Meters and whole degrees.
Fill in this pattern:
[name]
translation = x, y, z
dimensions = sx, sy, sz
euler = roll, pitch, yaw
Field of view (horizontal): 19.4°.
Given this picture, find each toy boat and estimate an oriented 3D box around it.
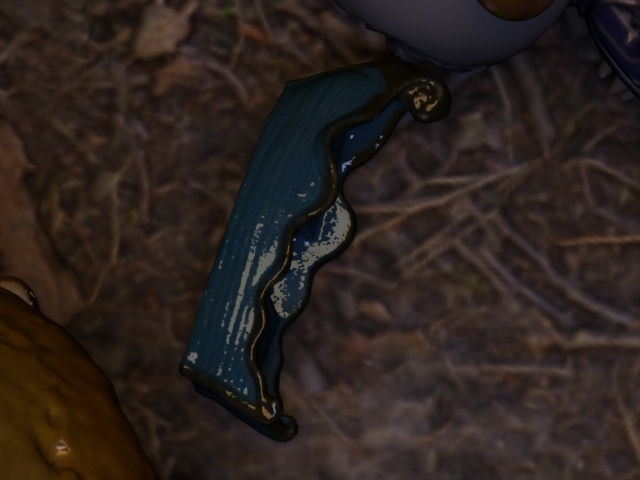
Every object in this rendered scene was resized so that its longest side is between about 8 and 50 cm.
[toy boat]
translation = 0.000, 0.000, 0.855
dimensions = 0.077, 0.075, 0.185
euler = 16, 73, 10

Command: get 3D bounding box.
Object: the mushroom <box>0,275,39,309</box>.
[mushroom]
translation = -0.154, 0.065, 0.879
dimensions = 0.049, 0.019, 0.101
euler = 13, 76, 6

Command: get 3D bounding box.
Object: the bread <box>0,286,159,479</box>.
[bread]
translation = -0.200, 0.157, 0.699
dimensions = 0.337, 0.204, 0.358
euler = 23, 106, 40

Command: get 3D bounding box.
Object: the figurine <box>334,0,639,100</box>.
[figurine]
translation = 0.119, -0.121, 0.859
dimensions = 0.274, 0.133, 0.194
euler = 17, 34, -19
